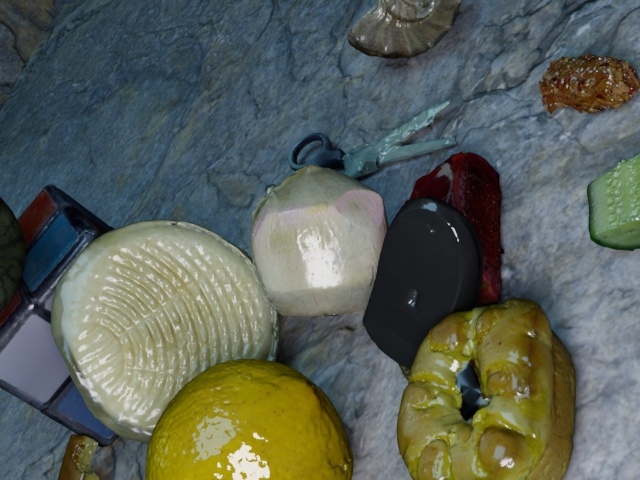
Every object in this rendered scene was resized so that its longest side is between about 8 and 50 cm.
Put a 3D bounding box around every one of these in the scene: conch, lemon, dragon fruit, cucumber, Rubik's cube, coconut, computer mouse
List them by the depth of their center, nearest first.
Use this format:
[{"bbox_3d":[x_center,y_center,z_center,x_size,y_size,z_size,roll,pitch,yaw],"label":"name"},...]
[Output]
[{"bbox_3d":[0.403,-0.051,1.274,0.116,0.062,0.115,-29,36,39],"label":"cucumber"},{"bbox_3d":[0.145,0.050,1.326,0.137,0.270,0.086,32,41,25],"label":"computer mouse"},{"bbox_3d":[-0.095,0.295,1.329,0.293,0.293,0.293,-30,38,27],"label":"lemon"},{"bbox_3d":[0.185,-0.030,1.449,0.163,0.189,0.262,1,47,13],"label":"dragon fruit"},{"bbox_3d":[-0.002,0.000,1.528,0.227,0.227,0.230,-9,88,45],"label":"coconut"},{"bbox_3d":[0.167,-0.415,1.833,0.210,0.159,0.291,-58,-5,2],"label":"conch"},{"bbox_3d":[-0.448,0.132,1.852,0.313,0.316,0.318,-50,35,-2],"label":"Rubik's cube"}]

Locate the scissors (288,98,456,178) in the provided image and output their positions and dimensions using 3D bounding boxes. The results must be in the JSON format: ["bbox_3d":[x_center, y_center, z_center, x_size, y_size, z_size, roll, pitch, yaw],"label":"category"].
[{"bbox_3d":[0.078,-0.138,1.765,0.383,0.029,0.256,-20,47,35],"label":"scissors"}]

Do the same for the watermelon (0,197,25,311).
[{"bbox_3d":[-0.630,0.023,1.635,0.359,0.279,0.279,-1,57,47],"label":"watermelon"}]

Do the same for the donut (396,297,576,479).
[{"bbox_3d":[0.200,0.200,1.201,0.208,0.128,0.261,-15,47,43],"label":"donut"}]

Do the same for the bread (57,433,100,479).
[{"bbox_3d":[-0.424,0.447,1.719,0.088,0.049,0.226,-13,58,46],"label":"bread"}]

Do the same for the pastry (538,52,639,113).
[{"bbox_3d":[0.387,-0.237,1.475,0.169,0.063,0.087,8,65,51],"label":"pastry"}]

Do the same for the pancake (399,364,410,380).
[{"bbox_3d":[0.148,0.153,1.407,0.108,0.017,0.108,-32,38,30],"label":"pancake"}]

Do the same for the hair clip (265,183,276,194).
[{"bbox_3d":[-0.055,-0.004,1.752,0.066,0.036,0.229,-36,55,27],"label":"hair clip"}]

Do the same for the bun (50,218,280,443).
[{"bbox_3d":[-0.252,0.151,1.632,0.364,0.364,0.202,-60,3,-15],"label":"bun"}]
